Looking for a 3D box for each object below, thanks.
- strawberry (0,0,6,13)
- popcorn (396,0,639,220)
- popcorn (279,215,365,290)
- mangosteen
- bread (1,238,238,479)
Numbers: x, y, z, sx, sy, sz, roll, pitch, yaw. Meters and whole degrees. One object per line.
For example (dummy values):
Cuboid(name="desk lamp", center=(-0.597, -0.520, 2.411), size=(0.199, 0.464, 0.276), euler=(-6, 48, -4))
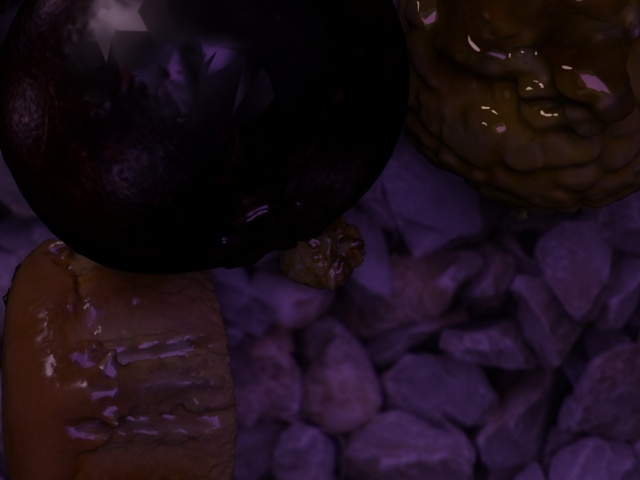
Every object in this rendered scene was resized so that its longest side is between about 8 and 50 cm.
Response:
Cuboid(name="strawberry", center=(-0.337, -0.321, 1.355), size=(0.351, 0.267, 0.312), euler=(7, 61, -1))
Cuboid(name="popcorn", center=(0.166, -0.135, 1.395), size=(0.206, 0.251, 0.237), euler=(-4, 89, -13))
Cuboid(name="popcorn", center=(-0.002, 0.000, 1.454), size=(0.068, 0.059, 0.083), euler=(-22, 79, -8))
Cuboid(name="mangosteen", center=(-0.087, -0.123, 1.343), size=(0.297, 0.297, 0.293), euler=(-12, 87, -8))
Cuboid(name="bread", center=(-0.143, 0.115, 1.386), size=(0.174, 0.133, 0.251), euler=(-2, 83, -14))
